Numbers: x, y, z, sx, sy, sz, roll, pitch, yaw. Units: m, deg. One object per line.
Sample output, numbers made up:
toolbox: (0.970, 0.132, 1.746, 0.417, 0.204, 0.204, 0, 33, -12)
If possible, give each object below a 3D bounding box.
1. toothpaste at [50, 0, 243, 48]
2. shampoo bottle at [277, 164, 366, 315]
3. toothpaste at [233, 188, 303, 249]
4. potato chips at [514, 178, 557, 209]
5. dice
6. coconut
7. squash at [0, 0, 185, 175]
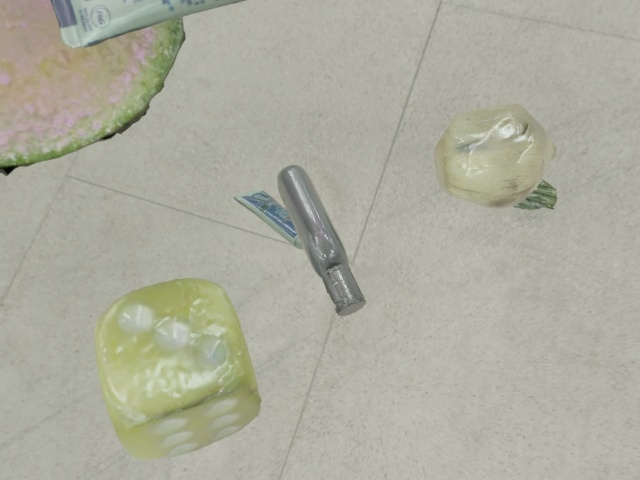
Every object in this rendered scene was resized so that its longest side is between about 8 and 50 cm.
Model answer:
toothpaste: (-0.085, -0.186, 0.344, 0.217, 0.037, 0.061, -11, 102, 2)
shampoo bottle: (0.000, 0.000, 0.513, 0.040, 0.080, 0.165, -24, 63, -3)
toothpaste: (-0.068, -0.036, 0.790, 0.057, 0.034, 0.197, -23, 44, -31)
potato chips: (0.544, -0.134, 1.354, 0.208, 0.028, 0.091, 12, 104, 32)
dice: (-0.178, 0.162, 0.624, 0.166, 0.169, 0.169, -17, 57, -16)
coconut: (0.332, -0.157, 0.927, 0.225, 0.224, 0.223, -2, 73, 6)
squash: (-0.343, -0.281, 0.482, 0.310, 0.310, 0.308, -39, 65, -5)
